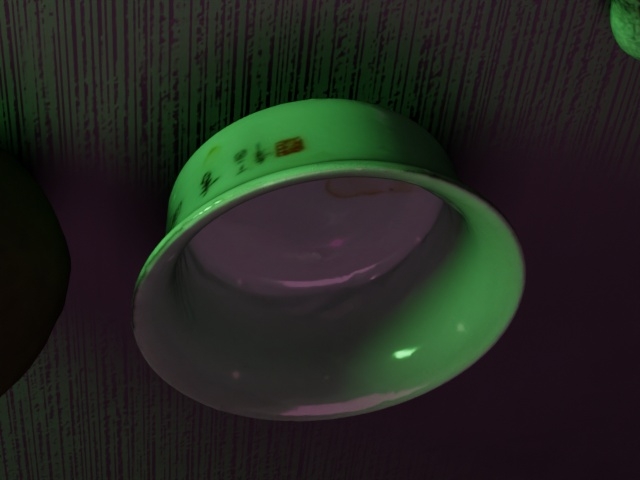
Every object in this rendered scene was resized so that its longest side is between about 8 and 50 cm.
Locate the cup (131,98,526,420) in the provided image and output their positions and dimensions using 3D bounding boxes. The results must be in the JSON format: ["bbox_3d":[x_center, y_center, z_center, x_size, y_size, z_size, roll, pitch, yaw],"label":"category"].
[{"bbox_3d":[0.000,0.000,1.381,0.347,0.163,0.347,-5,139,-5],"label":"cup"}]

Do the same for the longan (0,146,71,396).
[{"bbox_3d":[-0.355,0.031,1.273,0.297,0.297,0.297,-6,139,-5],"label":"longan"}]

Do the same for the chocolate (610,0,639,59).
[{"bbox_3d":[0.267,-0.213,1.257,0.072,0.072,0.167,-16,139,8],"label":"chocolate"}]
